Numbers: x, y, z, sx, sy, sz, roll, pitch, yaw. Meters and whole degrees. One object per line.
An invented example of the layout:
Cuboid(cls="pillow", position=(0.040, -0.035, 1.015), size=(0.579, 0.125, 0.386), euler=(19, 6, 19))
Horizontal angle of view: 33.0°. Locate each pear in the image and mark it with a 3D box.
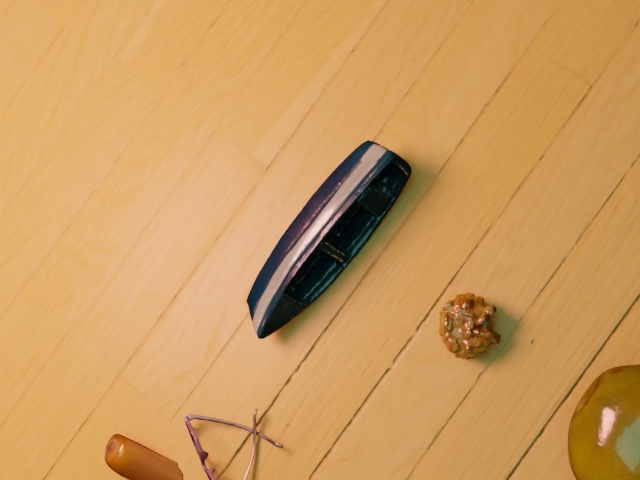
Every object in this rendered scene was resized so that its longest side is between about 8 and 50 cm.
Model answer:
Cuboid(cls="pear", position=(0.387, 0.241, 1.220), size=(0.216, 0.166, 0.180), euler=(37, 79, 13))

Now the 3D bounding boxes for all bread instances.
Cuboid(cls="bread", position=(-0.240, 0.299, 1.439), size=(0.062, 0.103, 0.049), euler=(5, 64, 59))

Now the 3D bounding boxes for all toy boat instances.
Cuboid(cls="toy boat", position=(0.000, 0.000, 1.405), size=(0.062, 0.096, 0.299), euler=(41, 94, 29))

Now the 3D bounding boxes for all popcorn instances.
Cuboid(cls="popcorn", position=(0.186, 0.108, 1.352), size=(0.083, 0.057, 0.082), euler=(25, 88, 15))

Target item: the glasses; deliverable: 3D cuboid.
Cuboid(cls="glasses", position=(-0.108, 0.273, 1.416), size=(0.104, 0.062, 0.140), euler=(-25, 73, -14))
